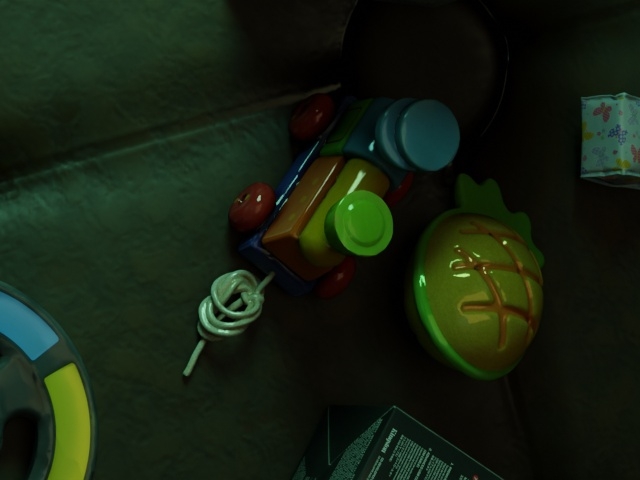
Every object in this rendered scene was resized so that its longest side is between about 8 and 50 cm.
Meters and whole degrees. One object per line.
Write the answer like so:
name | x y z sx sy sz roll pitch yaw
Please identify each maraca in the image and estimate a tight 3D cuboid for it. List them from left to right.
maraca | 0.124 0.027 1.451 0.127 0.099 0.186 47 42 -22

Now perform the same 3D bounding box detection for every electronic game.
electronic game | -0.259 0.133 1.269 0.229 0.048 0.229 2 86 -27

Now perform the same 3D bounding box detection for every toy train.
toy train | 0.000 0.000 1.359 0.105 0.143 0.248 40 70 -19

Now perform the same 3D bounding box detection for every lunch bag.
lunch bag | 0.249 -0.080 1.544 0.083 0.053 0.071 7 82 -52

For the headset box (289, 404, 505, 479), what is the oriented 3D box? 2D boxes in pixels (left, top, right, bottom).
headset box | 0.092 0.288 1.403 0.293 0.110 0.218 34 72 -21

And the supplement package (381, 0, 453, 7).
supplement package | 0.070 -0.295 1.350 0.199 0.262 0.198 3 85 -27
